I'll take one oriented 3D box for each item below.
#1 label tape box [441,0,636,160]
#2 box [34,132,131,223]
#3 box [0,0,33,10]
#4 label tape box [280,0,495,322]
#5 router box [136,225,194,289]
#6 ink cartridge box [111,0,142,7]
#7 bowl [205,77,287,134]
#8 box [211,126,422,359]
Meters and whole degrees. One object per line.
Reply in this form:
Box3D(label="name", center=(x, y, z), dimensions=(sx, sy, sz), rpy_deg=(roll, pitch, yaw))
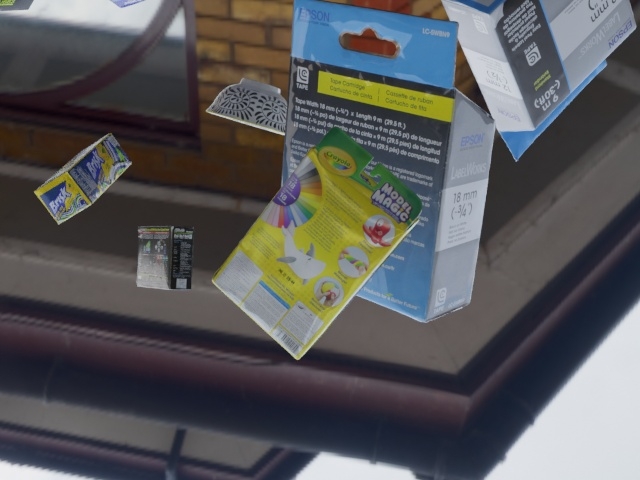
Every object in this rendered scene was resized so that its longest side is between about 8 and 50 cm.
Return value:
Box3D(label="label tape box", center=(0.355, -0.305, 1.581), dimensions=(0.249, 0.348, 0.115), rpy_deg=(-44, -139, -12))
Box3D(label="box", center=(-0.311, -0.085, 1.372), dimensions=(0.059, 0.054, 0.169), rpy_deg=(-28, -165, 19))
Box3D(label="box", center=(-0.470, -0.360, 1.265), dimensions=(0.184, 0.045, 0.191), rpy_deg=(-19, -111, -46))
Box3D(label="label tape box", center=(0.074, -0.103, 1.207), dimensions=(0.240, 0.334, 0.105), rpy_deg=(20, -157, 37))
Box3D(label="router box", center=(-0.229, 0.025, 1.521), dimensions=(0.038, 0.092, 0.122), rpy_deg=(2, 180, -33))
Box3D(label="ink cartridge box", center=(-0.310, -0.511, 1.514), dimensions=(0.151, 0.395, 0.270), rpy_deg=(-18, -93, 9))
Box3D(label="bowl", center=(-0.119, -0.251, 1.904), dimensions=(0.170, 0.080, 0.170), rpy_deg=(16, -177, -1))
Box3D(label="box", center=(0.000, 0.000, 0.858), dimensions=(0.105, 0.179, 0.043), rpy_deg=(42, -153, 6))
